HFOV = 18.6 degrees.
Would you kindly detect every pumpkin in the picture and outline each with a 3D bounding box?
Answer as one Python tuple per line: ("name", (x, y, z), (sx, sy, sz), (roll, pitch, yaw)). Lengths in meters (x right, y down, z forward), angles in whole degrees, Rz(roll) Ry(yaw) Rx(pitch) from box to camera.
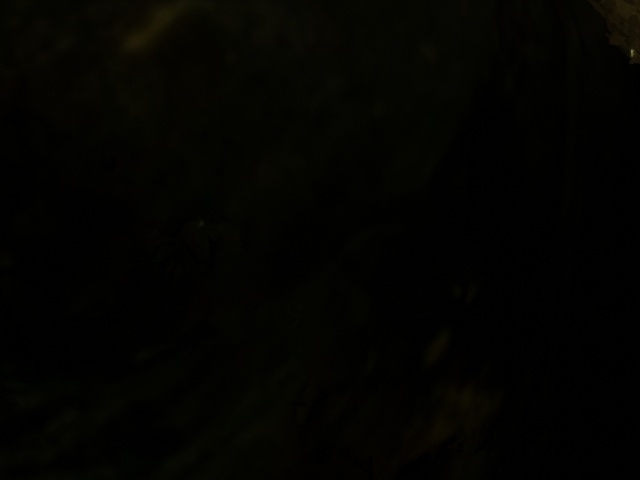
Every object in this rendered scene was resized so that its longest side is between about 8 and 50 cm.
("pumpkin", (-0.073, -0.074, 0.581), (0.344, 0.454, 0.454), (-15, 42, 43))

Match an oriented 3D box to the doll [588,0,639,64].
("doll", (0.128, -0.125, 0.399), (0.221, 0.115, 0.105), (-57, -2, 21))
